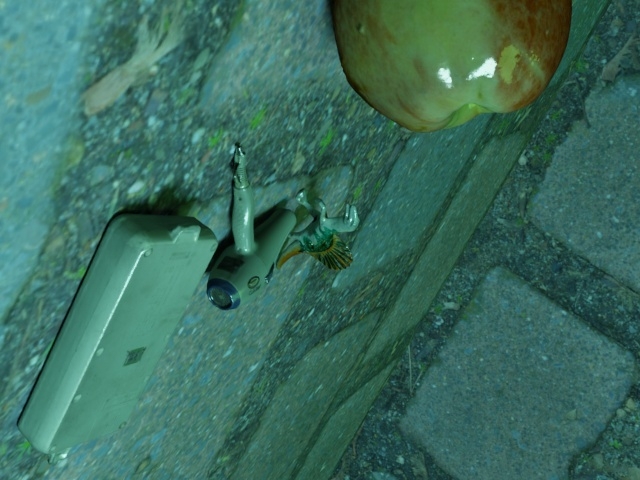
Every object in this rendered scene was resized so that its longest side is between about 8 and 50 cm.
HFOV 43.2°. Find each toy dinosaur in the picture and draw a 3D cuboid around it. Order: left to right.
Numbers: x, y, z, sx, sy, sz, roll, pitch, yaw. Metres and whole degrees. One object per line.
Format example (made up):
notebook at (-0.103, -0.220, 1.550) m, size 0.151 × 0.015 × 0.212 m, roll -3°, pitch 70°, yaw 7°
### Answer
toy dinosaur at (-0.002, 0.002, 1.042) m, size 0.044 × 0.106 × 0.187 m, roll -38°, pitch 155°, yaw -45°

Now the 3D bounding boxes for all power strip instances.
power strip at (-0.190, 0.090, 0.764) m, size 0.118 × 0.046 × 0.270 m, roll -4°, pitch 126°, yaw -62°

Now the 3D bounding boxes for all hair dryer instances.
hair dryer at (-0.071, -0.035, 0.918) m, size 0.167 × 0.067 × 0.199 m, roll -46°, pitch 148°, yaw -59°

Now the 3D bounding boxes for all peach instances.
peach at (0.117, -0.237, 0.780) m, size 0.232 × 0.257 × 0.232 m, roll -16°, pitch -178°, yaw 1°
